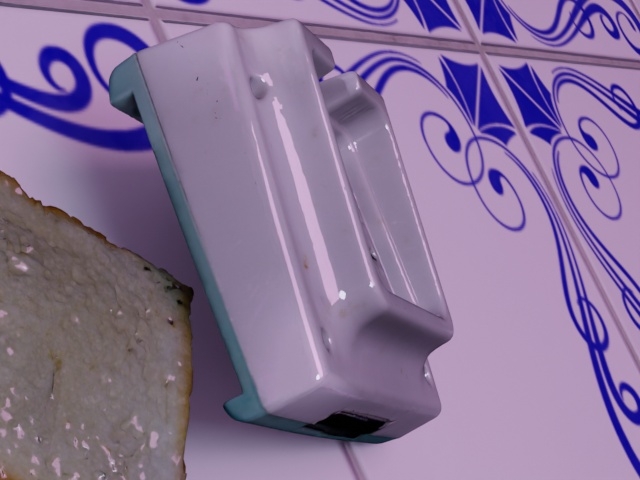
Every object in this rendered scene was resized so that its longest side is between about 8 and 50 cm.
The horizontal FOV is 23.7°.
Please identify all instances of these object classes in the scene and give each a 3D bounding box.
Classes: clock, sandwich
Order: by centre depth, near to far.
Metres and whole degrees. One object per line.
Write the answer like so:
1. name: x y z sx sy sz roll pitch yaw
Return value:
1. sandwich: -0.174 0.049 0.756 0.251 0.087 0.226 35 38 -31
2. clock: 0.000 0.000 0.944 0.262 0.116 0.231 26 40 -67
